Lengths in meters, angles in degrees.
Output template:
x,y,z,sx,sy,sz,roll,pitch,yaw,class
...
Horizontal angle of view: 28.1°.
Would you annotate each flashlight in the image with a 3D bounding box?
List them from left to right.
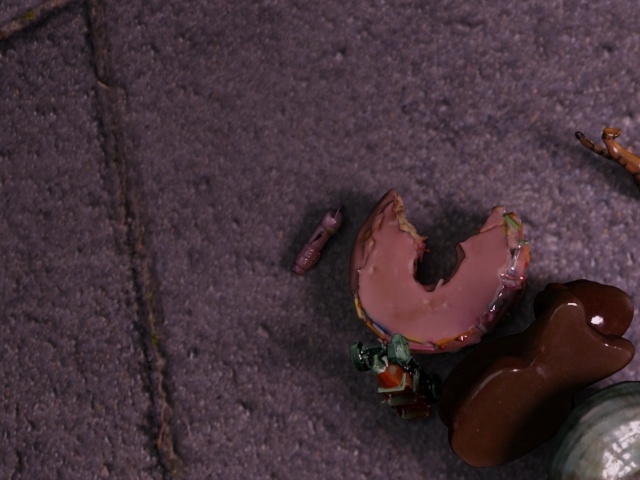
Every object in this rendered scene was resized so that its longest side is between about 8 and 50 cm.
x,y,z,sx,sy,sz,roll,pitch,yaw,class
0.000,0.000,1.701,0.031,0.052,0.110,34,101,-3,flashlight

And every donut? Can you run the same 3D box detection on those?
x,y,z,sx,sy,sz,roll,pitch,yaw,class
0.145,0.047,1.574,0.233,0.085,0.199,12,81,31,donut

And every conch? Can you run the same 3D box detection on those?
x,y,z,sx,sy,sz,roll,pitch,yaw,class
0.345,0.248,1.341,0.220,0.195,0.277,-9,27,0,conch

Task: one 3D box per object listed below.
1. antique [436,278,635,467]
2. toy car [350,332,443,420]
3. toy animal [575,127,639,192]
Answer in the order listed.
x,y,z,sx,sy,sz,roll,pitch,yaw,class
0.246,0.140,1.465,0.121,0.143,0.257,42,100,-12,antique
0.092,0.164,1.534,0.073,0.143,0.054,-10,54,25,toy car
0.404,-0.066,1.470,0.255,0.114,0.116,37,137,36,toy animal
